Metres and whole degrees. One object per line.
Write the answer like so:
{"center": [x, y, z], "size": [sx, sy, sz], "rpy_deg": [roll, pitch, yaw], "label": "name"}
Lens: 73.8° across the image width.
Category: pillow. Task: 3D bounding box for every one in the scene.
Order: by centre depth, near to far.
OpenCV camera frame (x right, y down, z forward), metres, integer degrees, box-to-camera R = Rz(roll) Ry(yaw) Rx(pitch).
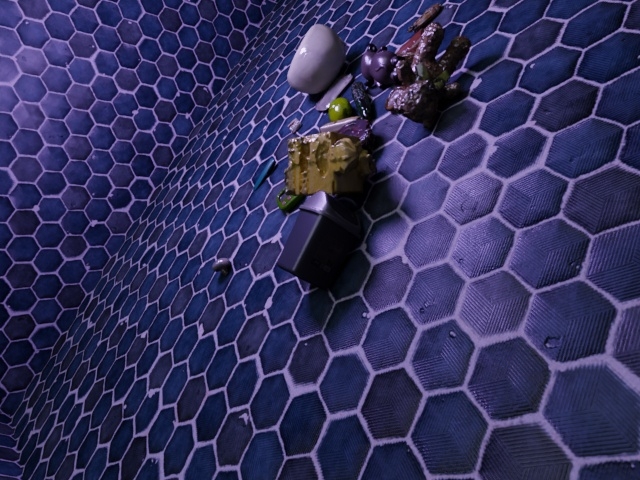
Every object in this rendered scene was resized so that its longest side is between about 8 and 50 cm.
{"center": [0.067, -0.736, 2.114], "size": [0.233, 0.038, 0.130], "rpy_deg": [-53, 38, -1], "label": "pillow"}

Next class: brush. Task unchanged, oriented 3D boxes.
{"center": [-0.282, -0.330, 2.162], "size": [0.193, 0.032, 0.043], "rpy_deg": [-57, 39, 14], "label": "brush"}

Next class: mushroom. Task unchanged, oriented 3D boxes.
{"center": [0.309, -0.560, 1.694], "size": [0.123, 0.052, 0.123], "rpy_deg": [-37, 34, 30], "label": "mushroom"}
{"center": [-0.443, 0.122, 1.924], "size": [0.085, 0.085, 0.079], "rpy_deg": [-30, 83, 27], "label": "mushroom"}

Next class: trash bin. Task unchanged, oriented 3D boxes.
{"center": [0.000, 0.000, 1.430], "size": [0.182, 0.209, 0.290], "rpy_deg": [21, 82, 51], "label": "trash bin"}

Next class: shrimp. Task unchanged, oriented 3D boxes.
{"center": [0.463, -0.990, 1.906], "size": [0.184, 0.043, 0.091], "rpy_deg": [-42, 29, 3], "label": "shrimp"}

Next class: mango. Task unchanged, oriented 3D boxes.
{"center": [0.083, -0.587, 1.922], "size": [0.119, 0.100, 0.178], "rpy_deg": [-41, 30, 18], "label": "mango"}

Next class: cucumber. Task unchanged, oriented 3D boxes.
{"center": [0.182, -0.603, 1.857], "size": [0.067, 0.067, 0.294], "rpy_deg": [-34, 41, 23], "label": "cucumber"}

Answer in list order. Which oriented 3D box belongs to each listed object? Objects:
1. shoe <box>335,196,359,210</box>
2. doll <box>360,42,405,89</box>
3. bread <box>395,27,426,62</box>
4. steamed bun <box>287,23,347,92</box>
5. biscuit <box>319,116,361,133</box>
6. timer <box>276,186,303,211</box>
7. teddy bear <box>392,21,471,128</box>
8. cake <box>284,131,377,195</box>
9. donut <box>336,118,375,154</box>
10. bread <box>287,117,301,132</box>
{"center": [0.080, -0.117, 1.560], "size": [0.142, 0.064, 0.071], "rpy_deg": [-4, 63, 45], "label": "shoe"}
{"center": [0.262, -0.748, 1.832], "size": [0.257, 0.117, 0.182], "rpy_deg": [39, 133, 55], "label": "doll"}
{"center": [0.398, -0.815, 1.800], "size": [0.192, 0.067, 0.119], "rpy_deg": [-43, 37, 12], "label": "bread"}
{"center": [-0.014, -0.887, 2.160], "size": [0.312, 0.232, 0.334], "rpy_deg": [-65, 6, -17], "label": "steamed bun"}
{"center": [0.085, -0.492, 1.840], "size": [0.187, 0.052, 0.056], "rpy_deg": [-7, 19, 29], "label": "biscuit"}
{"center": [-0.130, -0.196, 1.865], "size": [0.140, 0.047, 0.128], "rpy_deg": [-41, 39, 14], "label": "timer"}
{"center": [0.381, -0.576, 1.487], "size": [0.223, 0.246, 0.296], "rpy_deg": [-73, 8, -54], "label": "teddy bear"}
{"center": [0.043, -0.265, 1.524], "size": [0.285, 0.227, 0.223], "rpy_deg": [4, 100, 33], "label": "cake"}
{"center": [0.120, -0.375, 1.709], "size": [0.235, 0.089, 0.235], "rpy_deg": [-28, 41, 28], "label": "donut"}
{"center": [-0.134, -0.601, 2.221], "size": [0.070, 0.035, 0.083], "rpy_deg": [-40, 35, 13], "label": "bread"}
